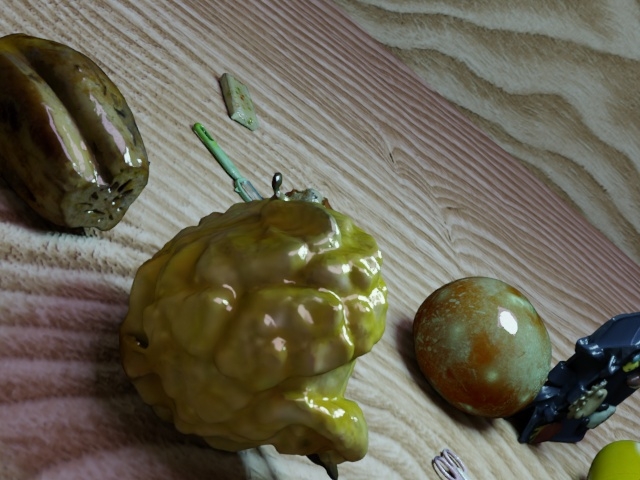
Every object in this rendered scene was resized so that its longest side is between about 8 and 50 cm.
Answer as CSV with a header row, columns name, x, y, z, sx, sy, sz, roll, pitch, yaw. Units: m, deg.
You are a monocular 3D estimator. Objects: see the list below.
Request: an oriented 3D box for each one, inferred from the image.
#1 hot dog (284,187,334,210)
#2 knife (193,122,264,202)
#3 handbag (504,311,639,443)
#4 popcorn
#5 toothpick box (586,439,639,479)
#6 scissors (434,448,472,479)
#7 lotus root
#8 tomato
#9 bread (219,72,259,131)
name,x,y,z,sx,sy,sz,roll,pitch,yaw
hot dog,0.000,0.000,1.746,0.213,0.103,0.146,58,3,7
knife,-0.175,-0.137,1.781,0.212,0.015,0.054,52,31,15
handbag,0.542,0.281,1.926,0.122,0.303,0.329,53,23,25
popcorn,-0.058,0.120,1.171,0.349,0.349,0.382,-63,137,-67
toothpick box,0.582,0.484,1.822,0.175,0.175,0.271,46,18,3
scissors,0.252,0.411,1.561,0.176,0.022,0.085,48,19,15
lotus root,-0.352,-0.158,1.292,0.291,0.193,0.193,51,23,13
tomato,0.308,0.188,1.787,0.270,0.222,0.270,34,27,-20
bread,-0.171,-0.293,2.040,0.068,0.028,0.154,30,28,-37
